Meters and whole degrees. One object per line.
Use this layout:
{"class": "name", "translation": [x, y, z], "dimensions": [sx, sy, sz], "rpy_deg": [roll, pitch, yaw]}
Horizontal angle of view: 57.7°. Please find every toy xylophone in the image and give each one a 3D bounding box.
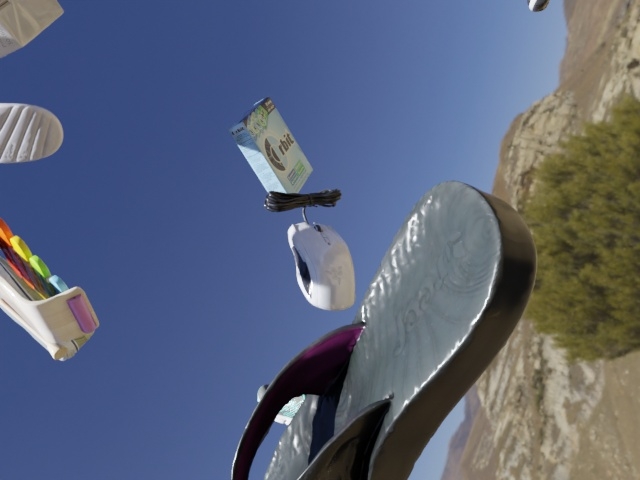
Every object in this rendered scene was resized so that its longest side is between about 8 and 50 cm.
{"class": "toy xylophone", "translation": [-0.522, 0.076, 1.027], "dimensions": [0.081, 0.323, 0.236], "rpy_deg": [-41, -21, -31]}

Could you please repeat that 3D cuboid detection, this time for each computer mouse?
{"class": "computer mouse", "translation": [0.000, 0.000, 0.701], "dimensions": [0.106, 0.192, 0.042], "rpy_deg": [1, -45, -24]}

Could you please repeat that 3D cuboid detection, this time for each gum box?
{"class": "gum box", "translation": [-0.096, -0.181, 1.181], "dimensions": [0.184, 0.041, 0.157], "rpy_deg": [58, -151, -21]}

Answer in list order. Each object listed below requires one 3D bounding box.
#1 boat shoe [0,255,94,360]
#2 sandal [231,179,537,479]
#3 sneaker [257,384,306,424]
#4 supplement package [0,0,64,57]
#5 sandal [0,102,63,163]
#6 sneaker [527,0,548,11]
{"class": "boat shoe", "translation": [-0.633, 0.134, 1.286], "dimensions": [0.094, 0.302, 0.109], "rpy_deg": [-45, 3, -41]}
{"class": "sandal", "translation": [0.004, 0.147, 0.477], "dimensions": [0.107, 0.167, 0.445], "rpy_deg": [16, -70, -25]}
{"class": "sneaker", "translation": [-0.028, 0.255, 0.910], "dimensions": [0.065, 0.167, 0.076], "rpy_deg": [-10, -65, -54]}
{"class": "supplement package", "translation": [-0.609, -0.359, 0.926], "dimensions": [0.175, 0.293, 0.177], "rpy_deg": [-87, -26, -51]}
{"class": "sandal", "translation": [-0.475, -0.146, 0.782], "dimensions": [0.076, 0.266, 0.101], "rpy_deg": [-101, 12, -64]}
{"class": "sneaker", "translation": [0.280, -0.423, 0.792], "dimensions": [0.084, 0.097, 0.234], "rpy_deg": [33, -118, -78]}
